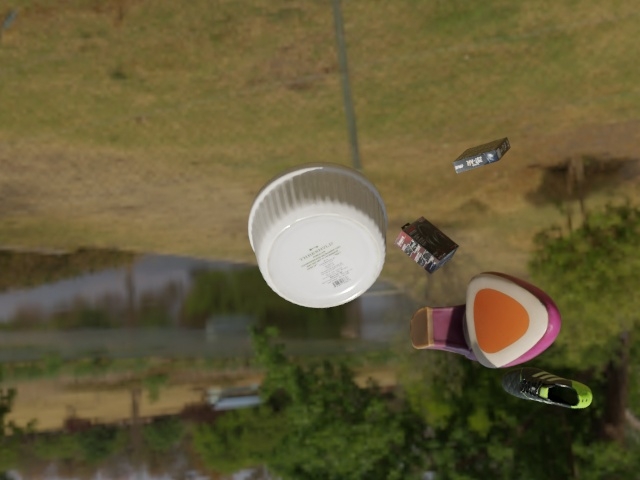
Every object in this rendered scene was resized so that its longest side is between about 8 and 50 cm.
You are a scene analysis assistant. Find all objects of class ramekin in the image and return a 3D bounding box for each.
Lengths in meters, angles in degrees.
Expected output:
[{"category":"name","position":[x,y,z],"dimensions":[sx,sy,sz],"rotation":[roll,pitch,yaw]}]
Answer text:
[{"category":"ramekin","position":[0.000,0.000,1.568],"dimensions":[0.207,0.207,0.109],"rotation":[-4,-146,-3]}]

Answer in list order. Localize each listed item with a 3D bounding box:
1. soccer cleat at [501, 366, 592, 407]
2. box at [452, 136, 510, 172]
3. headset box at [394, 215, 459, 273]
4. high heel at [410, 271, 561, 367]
[{"category":"soccer cleat","position":[0.411,0.272,2.005],"dimensions":[0.179,0.060,0.072],"rotation":[8,-177,34]},{"category":"box","position":[0.237,-0.125,1.590],"dimensions":[0.067,0.018,0.083],"rotation":[-16,-169,25]},{"category":"headset box","position":[0.158,0.004,1.646],"dimensions":[0.062,0.083,0.032],"rotation":[-31,157,-46]},{"category":"high heel","position":[0.270,0.109,1.464],"dimensions":[0.181,0.127,0.377],"rotation":[2,177,-17]}]
